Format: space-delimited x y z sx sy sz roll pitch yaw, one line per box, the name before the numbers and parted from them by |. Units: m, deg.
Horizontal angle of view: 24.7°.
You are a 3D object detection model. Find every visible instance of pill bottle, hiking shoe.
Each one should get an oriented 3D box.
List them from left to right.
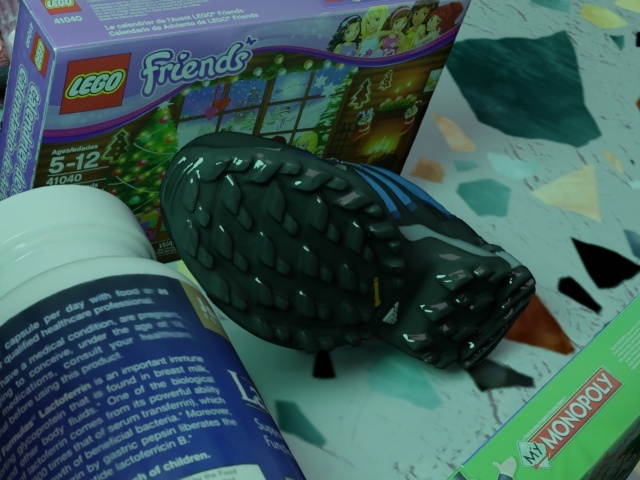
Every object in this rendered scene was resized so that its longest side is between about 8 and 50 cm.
pill bottle | -0.105 0.104 0.762 0.153 0.153 0.264 -10 50 -29
hiking shoe | 0.000 0.000 0.908 0.304 0.113 0.132 25 13 -47

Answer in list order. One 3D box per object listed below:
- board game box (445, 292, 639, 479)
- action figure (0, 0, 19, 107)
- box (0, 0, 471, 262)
board game box | 0.094 0.151 0.747 0.046 0.213 0.317 38 44 19
action figure | -0.177 -0.190 1.071 0.248 0.275 0.370 13 50 43
box | -0.060 -0.078 0.936 0.293 0.201 0.057 -13 51 -31
